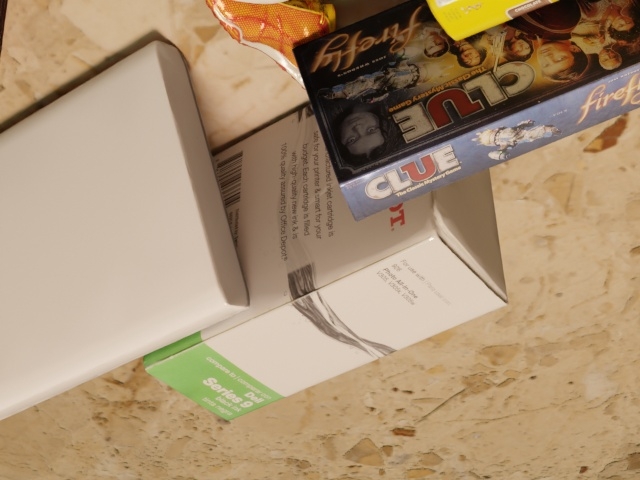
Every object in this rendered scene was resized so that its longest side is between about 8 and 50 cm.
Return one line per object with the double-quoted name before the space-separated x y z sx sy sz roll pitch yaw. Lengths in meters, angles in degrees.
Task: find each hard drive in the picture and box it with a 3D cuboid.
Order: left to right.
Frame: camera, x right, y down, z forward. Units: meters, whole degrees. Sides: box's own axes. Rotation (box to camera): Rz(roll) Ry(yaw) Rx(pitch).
"hard drive" -0.237 0.011 1.003 0.353 0.233 0.047 -25 161 26

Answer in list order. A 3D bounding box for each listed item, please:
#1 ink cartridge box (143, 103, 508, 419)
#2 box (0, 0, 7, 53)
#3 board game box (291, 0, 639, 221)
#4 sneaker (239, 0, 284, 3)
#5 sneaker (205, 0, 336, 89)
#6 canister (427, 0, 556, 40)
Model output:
"ink cartridge box" 0.000 0.000 0.994 0.289 0.211 0.121 -25 135 26
"box" -0.325 -0.137 0.846 0.168 0.203 0.167 13 138 -13
"board game box" 0.113 -0.125 0.850 0.243 0.165 0.042 -22 136 4
"sneaker" -0.079 -0.266 0.774 0.256 0.094 0.151 31 137 -27
"sneaker" -0.030 -0.175 0.921 0.175 0.064 0.067 29 116 -38
"canister" 0.154 -0.221 0.808 0.170 0.126 0.073 -19 146 24
